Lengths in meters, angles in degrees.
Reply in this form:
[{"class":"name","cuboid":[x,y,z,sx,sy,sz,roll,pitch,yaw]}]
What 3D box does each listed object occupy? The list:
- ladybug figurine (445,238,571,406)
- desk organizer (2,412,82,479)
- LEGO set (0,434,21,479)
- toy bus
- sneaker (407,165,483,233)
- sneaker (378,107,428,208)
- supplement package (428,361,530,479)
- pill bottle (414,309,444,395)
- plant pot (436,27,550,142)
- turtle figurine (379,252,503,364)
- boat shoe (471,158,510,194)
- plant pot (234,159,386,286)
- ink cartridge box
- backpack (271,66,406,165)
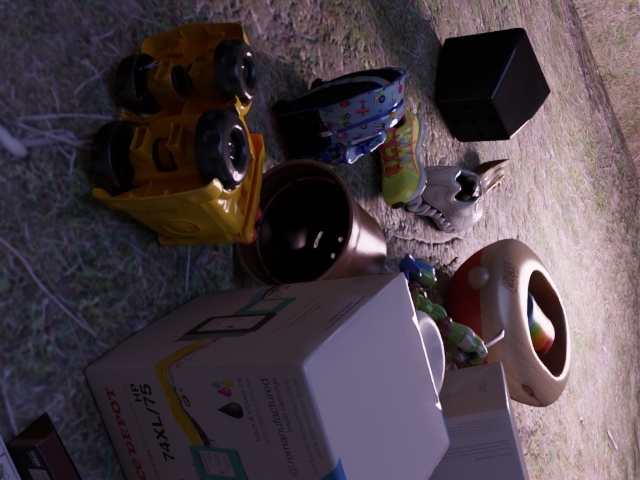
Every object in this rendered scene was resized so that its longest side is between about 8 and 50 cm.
[{"class":"ladybug figurine","cuboid":[0.378,0.169,1.481,0.449,0.161,0.305,47,47,-42]},{"class":"desk organizer","cuboid":[-0.224,0.221,0.655,0.050,0.047,0.130,-45,120,-54]},{"class":"LEGO set","cuboid":[-0.303,0.187,0.535,0.182,0.060,0.245,-35,112,-50]},{"class":"toy bus","cuboid":[-0.123,-0.096,0.809,0.211,0.149,0.220,54,38,-55]},{"class":"sneaker","cuboid":[0.265,-0.082,1.409,0.292,0.118,0.110,14,70,-57]},{"class":"sneaker","cuboid":[0.128,-0.148,1.260,0.094,0.081,0.209,38,46,-38]},{"class":"supplement package","cuboid":[0.242,0.376,1.176,0.177,0.175,0.293,-53,129,-73]},{"class":"pill bottle","cuboid":[0.037,0.151,0.914,0.117,0.214,0.117,18,68,-54]},{"class":"plant pot","cuboid":[0.348,-0.312,1.546,0.187,0.188,0.167,50,57,-39]},{"class":"turtle figurine","cuboid":[0.135,0.180,1.065,0.266,0.197,0.275,-61,158,-21]},{"class":"boat shoe","cuboid":[0.384,-0.143,1.660,0.170,0.063,0.059,-29,110,-46]},{"class":"plant pot","cuboid":[0.000,0.000,0.957,0.165,0.166,0.167,28,60,-60]},{"class":"ink cartridge box","cuboid":[-0.049,0.166,0.730,0.197,0.269,0.198,-34,111,-53]},{"class":"backpack","cuboid":[0.045,-0.178,1.040,0.158,0.173,0.117,-43,118,-53]}]
